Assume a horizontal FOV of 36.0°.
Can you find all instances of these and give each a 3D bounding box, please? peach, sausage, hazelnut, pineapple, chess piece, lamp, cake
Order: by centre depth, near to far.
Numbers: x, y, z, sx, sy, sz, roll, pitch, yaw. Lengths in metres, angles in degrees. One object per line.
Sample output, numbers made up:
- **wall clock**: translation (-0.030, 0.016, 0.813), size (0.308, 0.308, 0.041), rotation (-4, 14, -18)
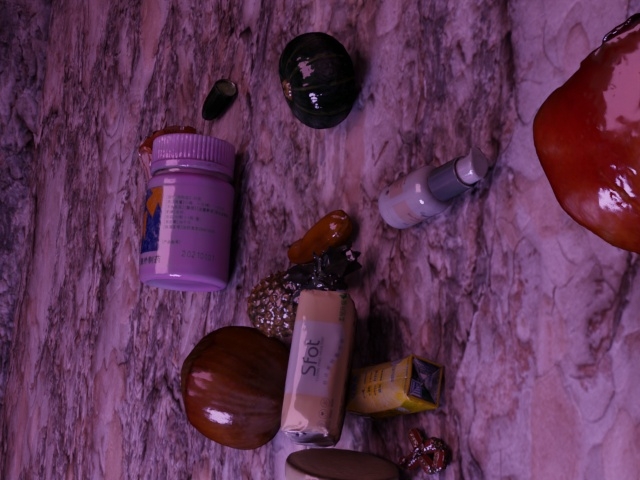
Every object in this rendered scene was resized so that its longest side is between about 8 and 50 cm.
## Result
- **peach**: translation (0.368, -0.148, 0.962), size (0.281, 0.281, 0.339), rotation (45, 126, 51)
- **lamp**: translation (0.147, 0.301, 1.379), size (0.083, 0.031, 0.063), rotation (9, 89, 52)
- **chess piece**: translation (0.016, 0.465, 1.427), size (0.167, 0.167, 0.300), rotation (15, 100, 56)
- **pineapple**: translation (-0.022, 0.074, 1.621), size (0.251, 0.125, 0.125), rotation (-40, 49, 47)
- **sausage**: translation (0.000, 0.000, 1.664), size (0.183, 0.054, 0.062), rotation (-38, 19, 47)
- **hazelnut**: translation (-0.145, 0.248, 1.692), size (0.210, 0.186, 0.210), rotation (-49, 26, 34)
- **cake**: translation (-0.343, -0.111, 2.162), size (0.098, 0.135, 0.288), rotation (7, 96, 42)

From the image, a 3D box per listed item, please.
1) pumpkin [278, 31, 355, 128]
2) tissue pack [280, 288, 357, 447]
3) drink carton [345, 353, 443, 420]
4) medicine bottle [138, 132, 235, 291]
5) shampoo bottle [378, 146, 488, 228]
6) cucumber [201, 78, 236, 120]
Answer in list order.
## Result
- **pumpkin**: translation (-0.005, -0.275, 1.680), size (0.125, 0.167, 0.167), rotation (-26, 46, -3)
- **tissue pack**: translation (0.000, 0.199, 1.492), size (0.186, 0.090, 0.222), rotation (70, -152, -73)
- **drink carton**: translation (0.090, 0.220, 1.446), size (0.200, 0.074, 0.084), rotation (-25, 51, 50)
- **medicine bottle**: translation (-0.261, -0.052, 1.953), size (0.178, 0.178, 0.291), rotation (-13, 71, 54)
- **shampoo bottle**: translation (0.165, -0.075, 1.424), size (0.192, 0.074, 0.074), rotation (-25, 60, 48)
- **cucumber**: translation (-0.219, -0.291, 2.081), size (0.105, 0.048, 0.048), rotation (-50, 43, 40)
